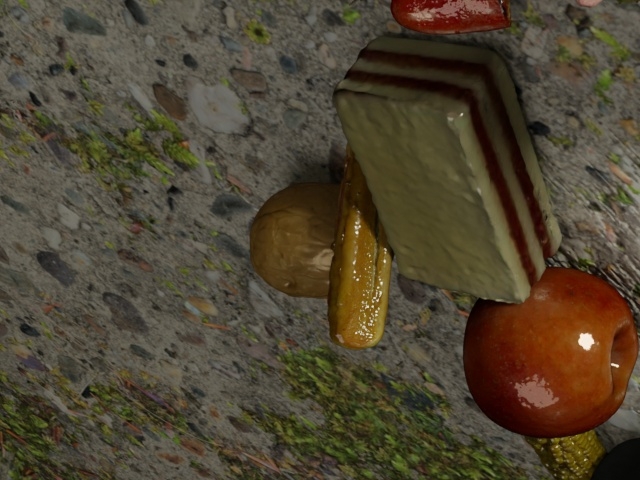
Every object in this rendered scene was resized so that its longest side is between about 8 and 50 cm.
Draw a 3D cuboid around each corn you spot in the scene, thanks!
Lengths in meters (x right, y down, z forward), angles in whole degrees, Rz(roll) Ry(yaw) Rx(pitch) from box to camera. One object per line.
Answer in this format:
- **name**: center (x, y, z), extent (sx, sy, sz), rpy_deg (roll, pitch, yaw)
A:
- **corn**: center (0.360, 0.304, 2.219), extent (0.097, 0.097, 0.320), rpy_deg (-1, 135, 41)

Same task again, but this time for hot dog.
- **hot dog**: center (0.056, -0.008, 1.937), extent (0.088, 0.286, 0.061), rpy_deg (10, -179, -12)

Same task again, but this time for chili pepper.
- **chili pepper**: center (0.116, -0.264, 1.684), extent (0.192, 0.086, 0.084), rpy_deg (0, 164, 28)

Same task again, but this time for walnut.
- **walnut**: center (0.000, 0.000, 2.062), extent (0.197, 0.165, 0.165), rpy_deg (6, 139, 43)

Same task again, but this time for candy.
- **candy**: center (0.154, -0.084, 1.846), extent (0.179, 0.135, 0.320), rpy_deg (8, 138, 34)

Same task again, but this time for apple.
- **apple**: center (0.285, 0.140, 1.954), extent (0.201, 0.218, 0.218), rpy_deg (6, 139, 28)

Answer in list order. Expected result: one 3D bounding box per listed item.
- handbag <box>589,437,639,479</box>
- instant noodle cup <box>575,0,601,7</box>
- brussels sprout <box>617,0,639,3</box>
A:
- **handbag**: center (0.502, 0.374, 2.113), extent (0.254, 0.181, 0.181), rpy_deg (-2, 127, 42)
- **instant noodle cup**: center (0.184, -0.360, 1.379), extent (0.231, 0.243, 0.243), rpy_deg (27, 147, 19)
- **brussels sprout**: center (0.314, -0.266, 1.545), extent (0.085, 0.058, 0.085), rpy_deg (12, 127, 16)
